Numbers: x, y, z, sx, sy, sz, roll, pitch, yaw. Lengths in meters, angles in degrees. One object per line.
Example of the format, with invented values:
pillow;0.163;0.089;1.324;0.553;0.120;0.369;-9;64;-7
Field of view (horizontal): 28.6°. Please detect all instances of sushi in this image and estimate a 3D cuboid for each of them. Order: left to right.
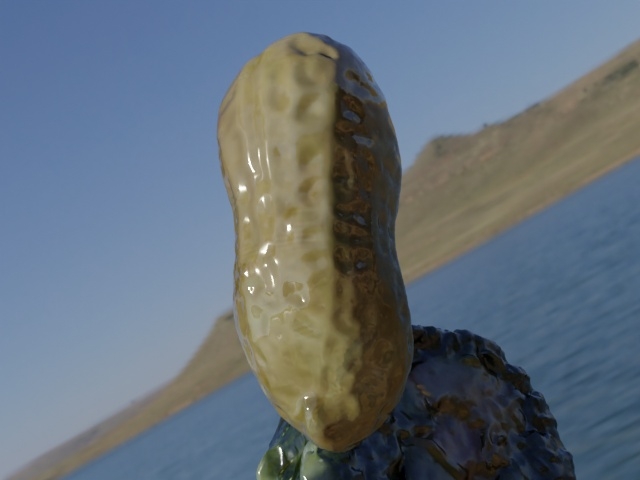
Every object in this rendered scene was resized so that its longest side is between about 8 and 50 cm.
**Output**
sushi;0.089;0.253;1.143;0.294;0.352;0.178;14;-47;-25

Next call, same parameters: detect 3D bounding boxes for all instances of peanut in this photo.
peanut;0.000;0.000;0.335;0.054;0.113;0.054;-5;-9;-1
